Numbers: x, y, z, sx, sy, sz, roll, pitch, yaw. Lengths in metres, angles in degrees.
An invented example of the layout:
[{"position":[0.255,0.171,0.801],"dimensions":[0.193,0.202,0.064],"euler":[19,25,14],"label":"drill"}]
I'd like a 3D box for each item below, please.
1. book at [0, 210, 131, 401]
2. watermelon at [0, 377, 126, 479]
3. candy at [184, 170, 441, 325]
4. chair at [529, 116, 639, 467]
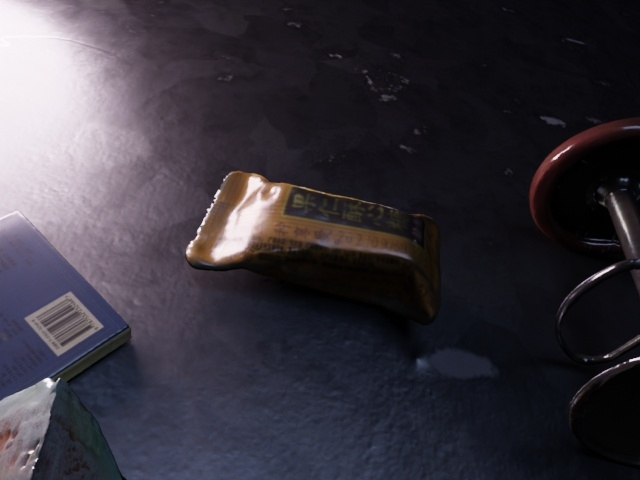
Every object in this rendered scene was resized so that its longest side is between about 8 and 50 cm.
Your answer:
[{"position":[-0.331,0.090,0.458],"dimensions":[0.191,0.025,0.269],"euler":[39,49,19],"label":"book"},{"position":[-0.188,0.234,0.270],"dimensions":[0.224,0.180,0.305],"euler":[20,43,-21],"label":"watermelon"},{"position":[0.000,0.000,0.601],"dimensions":[0.272,0.101,0.143],"euler":[13,52,1],"label":"candy"},{"position":[0.368,0.021,0.616],"dimensions":[0.227,0.226,0.400],"euler":[16,46,-4],"label":"chair"}]
